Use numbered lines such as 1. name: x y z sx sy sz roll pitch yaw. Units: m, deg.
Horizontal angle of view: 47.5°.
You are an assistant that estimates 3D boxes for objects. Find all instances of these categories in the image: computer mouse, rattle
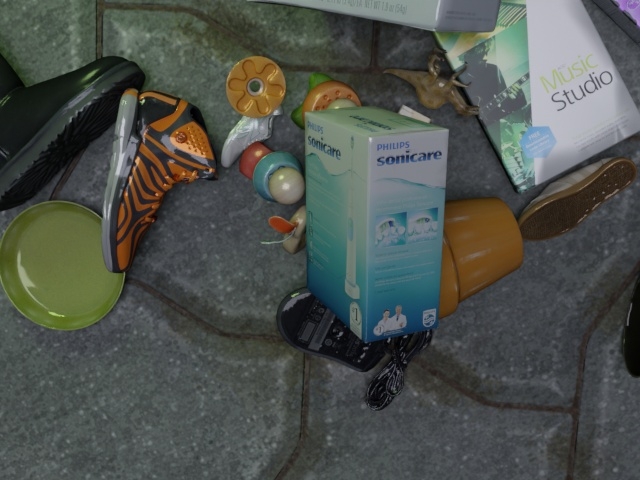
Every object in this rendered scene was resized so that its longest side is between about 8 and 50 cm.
1. computer mouse: 0.043 0.169 1.300 0.272 0.072 0.188 29 98 -12
2. rattle: 0.000 0.000 1.203 0.130 0.200 0.143 -39 87 11

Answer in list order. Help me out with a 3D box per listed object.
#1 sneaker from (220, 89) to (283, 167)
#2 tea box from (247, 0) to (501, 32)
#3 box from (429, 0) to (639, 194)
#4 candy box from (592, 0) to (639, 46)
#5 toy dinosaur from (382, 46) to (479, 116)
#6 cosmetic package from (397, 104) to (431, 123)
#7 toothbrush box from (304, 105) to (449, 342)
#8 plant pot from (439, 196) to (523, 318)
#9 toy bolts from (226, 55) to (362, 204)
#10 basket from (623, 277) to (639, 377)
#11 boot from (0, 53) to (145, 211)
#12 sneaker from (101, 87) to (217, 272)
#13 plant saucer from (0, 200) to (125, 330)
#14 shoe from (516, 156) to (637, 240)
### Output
1. sneaker: -0.122 -0.187 1.268 0.061 0.053 0.152 33 99 -3
2. tea box: 0.094 -0.483 1.037 0.329 0.220 0.323 18 112 29
3. box: 0.358 -0.271 1.209 0.232 0.058 0.322 -29 93 9
4. candy box: 0.571 -0.389 1.165 0.196 0.070 0.165 43 99 -1
5. toy dinosaur: 0.181 -0.265 1.193 0.183 0.053 0.092 31 125 16
6. cosmetic package: 0.139 -0.170 1.251 0.060 0.041 0.115 27 100 1
7. toothbrush box: 0.072 -0.034 1.065 0.126 0.216 0.295 -9 110 -22
8. plant pot: 0.221 0.013 1.203 0.188 0.205 0.205 -17 96 -8
9. toy bolts: -0.058 -0.173 1.180 0.218 0.158 0.228 19 103 -25
10. basket: 0.648 0.150 1.199 0.227 0.154 0.204 12 100 0
11. boot: -0.575 -0.332 1.255 0.367 0.146 0.445 -39 88 7
12. sneaker: -0.271 -0.089 1.247 0.180 0.124 0.321 9 102 -12
13. plant saucer: -0.472 0.045 1.341 0.241 0.037 0.241 1 97 4
14. shoe: 0.428 -0.073 1.236 0.219 0.058 0.076 -32 114 13
